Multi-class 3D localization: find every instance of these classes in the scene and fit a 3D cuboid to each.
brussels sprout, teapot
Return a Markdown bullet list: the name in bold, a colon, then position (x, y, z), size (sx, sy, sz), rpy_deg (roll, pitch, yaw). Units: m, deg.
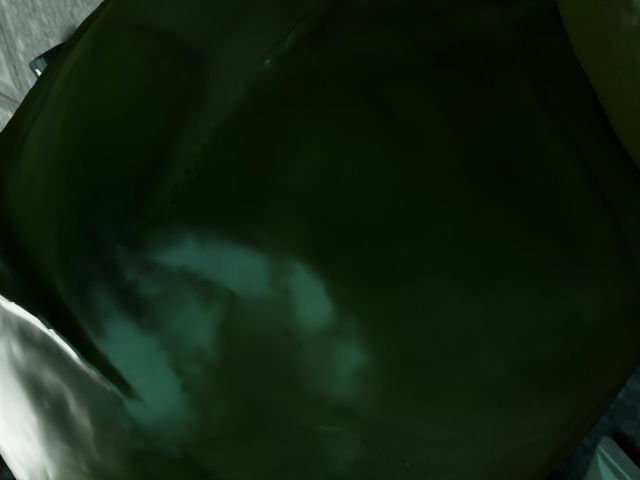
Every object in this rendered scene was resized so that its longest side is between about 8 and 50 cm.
- **brussels sprout**: position (-0.017, 0.000, 0.760), size (0.425, 0.361, 0.343), rpy_deg (-30, 87, 57)
- **teapot**: position (-0.228, -0.129, 1.332), size (0.111, 0.042, 0.043), rpy_deg (59, 152, -6)

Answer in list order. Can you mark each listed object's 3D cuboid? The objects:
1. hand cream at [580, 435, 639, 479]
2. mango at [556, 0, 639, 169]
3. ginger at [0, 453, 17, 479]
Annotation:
- **hand cream**: position (0.192, 0.245, 1.031), size (0.095, 0.059, 0.276), rpy_deg (47, 145, 22)
- **mango**: position (0.214, -0.062, 0.547), size (0.331, 0.142, 0.195), rpy_deg (38, 117, 14)
- **ginger**: position (-0.175, 0.018, 1.045), size (0.176, 0.254, 0.419), rpy_deg (90, -178, -66)
